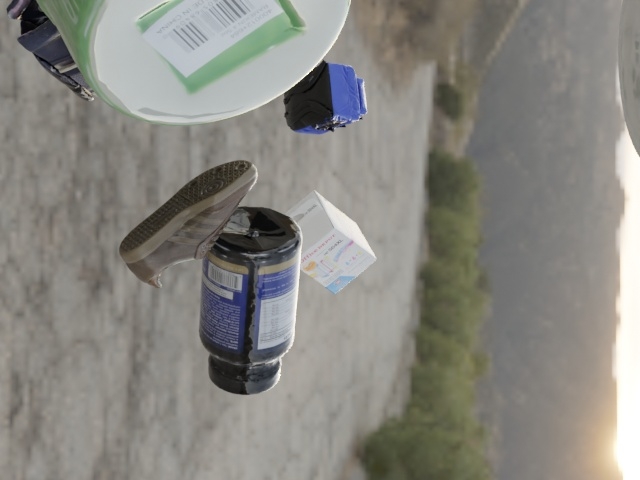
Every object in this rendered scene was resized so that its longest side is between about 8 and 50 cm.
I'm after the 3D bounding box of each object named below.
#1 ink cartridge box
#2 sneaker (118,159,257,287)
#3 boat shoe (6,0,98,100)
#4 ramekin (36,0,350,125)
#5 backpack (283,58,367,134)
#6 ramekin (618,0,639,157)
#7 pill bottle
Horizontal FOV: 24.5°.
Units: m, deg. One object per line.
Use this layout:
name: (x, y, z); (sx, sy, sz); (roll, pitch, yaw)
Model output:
ink cartridge box: (0.000, 0.000, 2.281); (0.143, 0.092, 0.090); (35, 19, -47)
sneaker: (-0.146, -0.020, 1.731); (0.071, 0.188, 0.066); (58, -5, -33)
boat shoe: (-0.195, -0.294, 1.670); (0.158, 0.340, 0.127); (31, 26, -56)
ramekin: (-0.117, -0.249, 1.404); (0.303, 0.303, 0.148); (83, -15, -55)
backpack: (0.006, -0.209, 2.275); (0.101, 0.120, 0.098); (11, 70, -41)
ramekin: (0.509, -0.242, 2.027); (0.277, 0.135, 0.277); (176, -90, -86)
pill bottle: (-0.090, 0.078, 1.840); (0.123, 0.122, 0.219); (-83, 179, -59)
